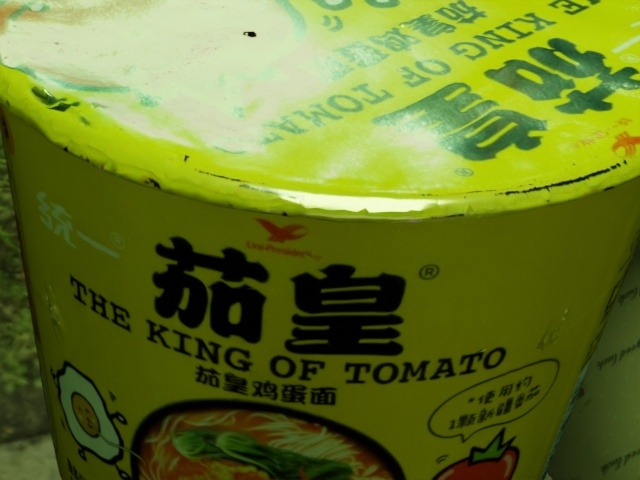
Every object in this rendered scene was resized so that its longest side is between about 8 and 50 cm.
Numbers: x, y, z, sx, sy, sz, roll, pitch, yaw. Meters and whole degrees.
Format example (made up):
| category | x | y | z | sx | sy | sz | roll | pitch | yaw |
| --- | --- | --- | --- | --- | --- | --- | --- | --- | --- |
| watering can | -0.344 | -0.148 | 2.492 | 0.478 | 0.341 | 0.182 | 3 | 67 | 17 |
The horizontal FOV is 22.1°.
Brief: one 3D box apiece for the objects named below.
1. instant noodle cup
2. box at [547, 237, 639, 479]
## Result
| category | x | y | z | sx | sy | sz | roll | pitch | yaw |
| --- | --- | --- | --- | --- | --- | --- | --- | --- | --- |
| instant noodle cup | 0.000 | 0.000 | 0.763 | 0.325 | 0.325 | 0.254 | -4 | 126 | -14 |
| box | 0.256 | 0.145 | 0.882 | 0.190 | 0.297 | 0.225 | -41 | 130 | 4 |
